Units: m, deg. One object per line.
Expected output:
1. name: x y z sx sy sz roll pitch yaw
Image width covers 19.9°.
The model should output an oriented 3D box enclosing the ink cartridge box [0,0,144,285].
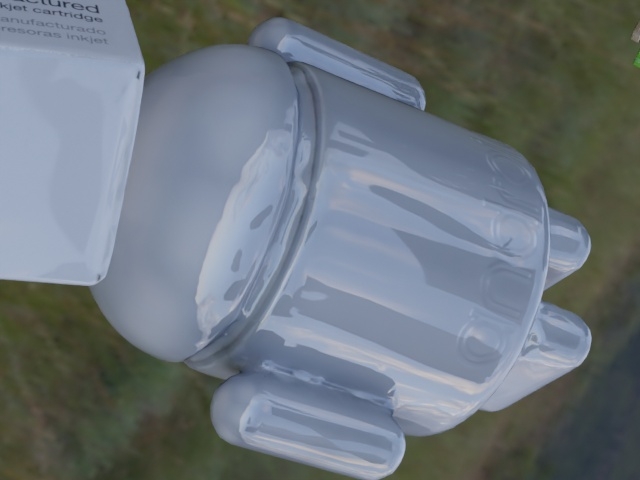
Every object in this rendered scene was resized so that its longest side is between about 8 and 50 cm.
1. ink cartridge box: -0.205 -0.105 0.851 0.278 0.201 0.117 -113 -148 -56

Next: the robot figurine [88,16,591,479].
1. robot figurine: 0.000 0.000 1.138 0.200 0.353 0.300 -42 -142 47

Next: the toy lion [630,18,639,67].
1. toy lion: 0.286 -0.187 1.503 0.100 0.034 0.096 -62 171 6
